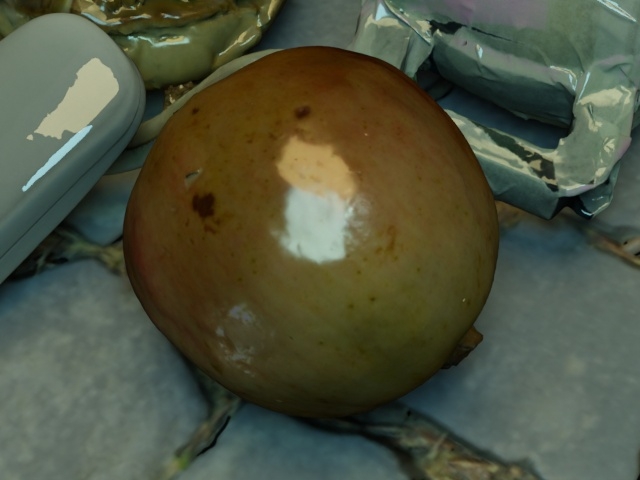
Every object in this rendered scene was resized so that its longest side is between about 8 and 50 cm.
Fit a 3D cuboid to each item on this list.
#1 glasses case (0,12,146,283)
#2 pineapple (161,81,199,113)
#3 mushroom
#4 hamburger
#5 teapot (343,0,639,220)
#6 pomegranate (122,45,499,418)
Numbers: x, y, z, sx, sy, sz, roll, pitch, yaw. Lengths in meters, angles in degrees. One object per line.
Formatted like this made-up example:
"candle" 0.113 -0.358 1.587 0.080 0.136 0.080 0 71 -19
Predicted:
"glasses case" -0.190 -0.022 0.838 0.233 0.059 0.092 -46 68 -2
"pineapple" -0.028 -0.067 0.912 0.124 0.058 0.058 -5 51 -1
"mushroom" -0.138 -0.074 0.893 0.306 0.068 0.043 4 42 25
"hamburger" -0.117 -0.211 0.966 0.244 0.163 0.244 -7 37 5
"teapot" 0.112 -0.125 0.909 0.178 0.163 0.222 12 89 13
"pomegranate" -0.004 0.000 0.779 0.191 0.191 0.191 -1 51 1
